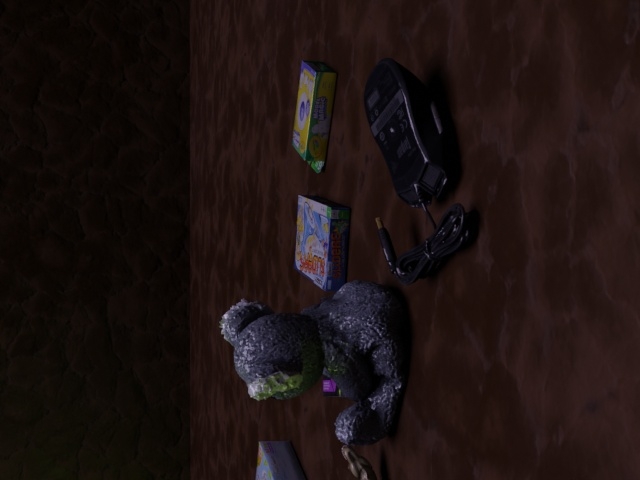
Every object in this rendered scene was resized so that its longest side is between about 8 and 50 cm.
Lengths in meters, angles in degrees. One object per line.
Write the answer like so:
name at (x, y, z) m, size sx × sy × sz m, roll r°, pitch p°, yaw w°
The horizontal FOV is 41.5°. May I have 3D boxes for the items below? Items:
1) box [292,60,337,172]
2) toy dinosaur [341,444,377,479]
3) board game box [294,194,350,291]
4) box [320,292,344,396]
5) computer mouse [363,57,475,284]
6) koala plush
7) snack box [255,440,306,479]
box at (-0.014, -0.216, 1.478) m, size 0.105 × 0.043 × 0.179 m, roll -124°, pitch 37°, yaw -63°
toy dinosaur at (0.083, 0.387, 1.092) m, size 0.118 × 0.064 × 0.268 m, roll 109°, pitch 155°, yaw -62°
board game box at (0.000, 0.000, 1.427) m, size 0.201 × 0.035 × 0.136 m, roll -154°, pitch 66°, yaw -72°
box at (0.029, 0.165, 1.331) m, size 0.116 × 0.029 × 0.162 m, roll 148°, pitch 122°, yaw -71°
computer mouse at (0.110, -0.079, 1.028) m, size 0.184 × 0.060 × 0.262 m, roll -58°, pitch 46°, yaw 53°
koala plush at (-0.015, 0.146, 1.124) m, size 0.196 × 0.221 × 0.203 m, roll -118°, pitch 37°, yaw -52°
snack box at (-0.081, 0.515, 1.611) m, size 0.174 × 0.070 × 0.207 m, roll -130°, pitch 45°, yaw -67°
